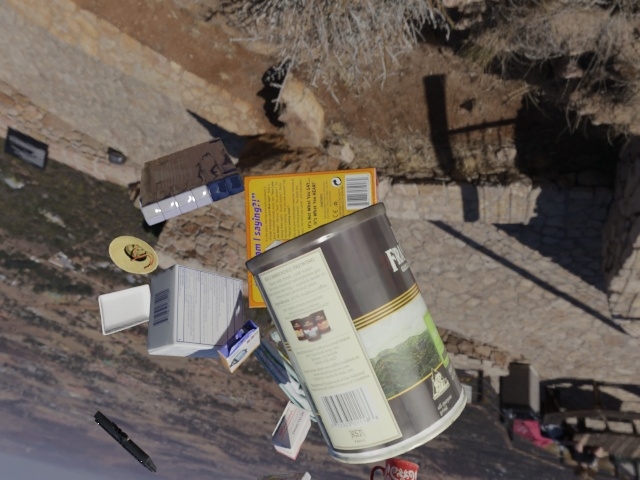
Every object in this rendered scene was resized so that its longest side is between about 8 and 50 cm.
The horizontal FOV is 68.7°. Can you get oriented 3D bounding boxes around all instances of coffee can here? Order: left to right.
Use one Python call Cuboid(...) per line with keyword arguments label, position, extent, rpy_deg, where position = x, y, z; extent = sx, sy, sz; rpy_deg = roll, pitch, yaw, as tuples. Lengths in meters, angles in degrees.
Cuboid(label="coffee can", position=(0.046, 0.114, 0.629), extent=(0.201, 0.201, 0.275), rpy_deg=(-24, 90, 45))

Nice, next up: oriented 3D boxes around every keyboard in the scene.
Cuboid(label="keyboard", position=(-0.443, 0.449, 1.049), extent=(0.180, 0.023, 0.108), rpy_deg=(26, 140, 24))

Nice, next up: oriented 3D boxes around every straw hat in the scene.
Cuboid(label="straw hat", position=(-0.548, 0.030, 1.402), extent=(0.144, 0.061, 0.144), rpy_deg=(2, 124, 3))

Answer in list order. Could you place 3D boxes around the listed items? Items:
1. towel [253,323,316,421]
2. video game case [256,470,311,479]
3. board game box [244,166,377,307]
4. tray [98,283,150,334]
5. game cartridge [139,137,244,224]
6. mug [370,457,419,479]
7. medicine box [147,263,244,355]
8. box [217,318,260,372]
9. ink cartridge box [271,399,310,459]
Cuboid(label="towel", position=(-0.071, 0.455, 1.726), extent=(0.090, 0.320, 0.374), rpy_deg=(-44, 82, 15))
Cuboid(label="video game case", position=(-0.150, 0.682, 1.192), extent=(0.227, 0.206, 0.026), rpy_deg=(-31, 98, 44))
Cuboid(label="board game box", position=(0.000, 0.000, 1.390), extent=(0.356, 0.356, 0.356), rpy_deg=(-2, 178, 8))
Cuboid(label="tray", position=(-0.740, 0.257, 1.774), extent=(0.030, 0.145, 0.270), rpy_deg=(-5, -178, 18))
Cuboid(label="game cartridge", position=(-0.325, -0.155, 1.149), extent=(0.230, 0.355, 0.068), rpy_deg=(-25, 120, -6))
Cuboid(label="mug", position=(0.242, 0.814, 1.525), extent=(0.113, 0.169, 0.150), rpy_deg=(32, 143, -24))
Cuboid(label="medicine box", position=(-0.408, 0.248, 1.572), extent=(0.149, 0.263, 0.289), rpy_deg=(-23, 152, 33))
Cuboid(label="box", position=(-0.152, 0.200, 0.886), extent=(0.028, 0.081, 0.136), rpy_deg=(39, 155, 15))
Cuboid(label="ink cartridge box", position=(-0.082, 0.550, 1.357), extent=(0.067, 0.115, 0.198), rpy_deg=(20, 149, 14))
